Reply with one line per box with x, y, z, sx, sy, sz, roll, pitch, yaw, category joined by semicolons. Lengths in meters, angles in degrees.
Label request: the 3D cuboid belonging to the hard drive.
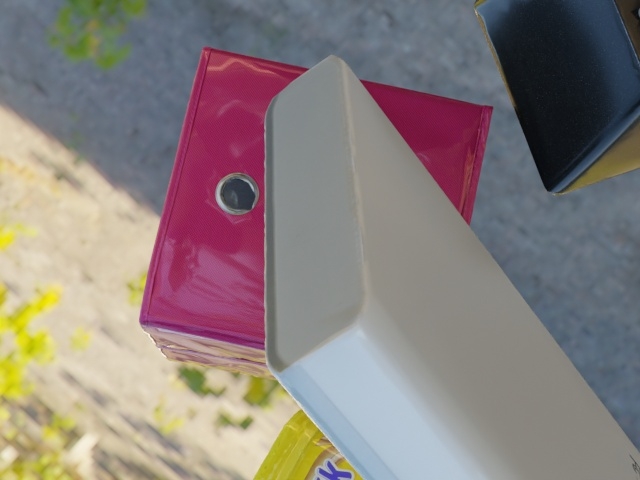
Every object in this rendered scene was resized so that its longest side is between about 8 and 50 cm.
0.097;0.106;0.759;0.353;0.047;0.233;51;-164;-24;hard drive

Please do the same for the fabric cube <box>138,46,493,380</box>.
0.000;0.000;1.611;0.258;0.254;0.259;12;170;4;fabric cube

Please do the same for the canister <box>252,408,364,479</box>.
0.032;0.211;1.246;0.170;0.126;0.073;27;173;22;canister

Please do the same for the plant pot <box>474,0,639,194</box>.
0.268;-0.167;1.487;0.188;0.187;0.167;70;160;8;plant pot
